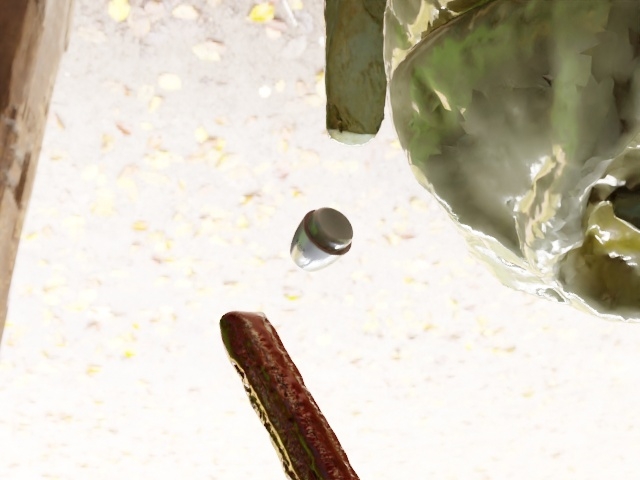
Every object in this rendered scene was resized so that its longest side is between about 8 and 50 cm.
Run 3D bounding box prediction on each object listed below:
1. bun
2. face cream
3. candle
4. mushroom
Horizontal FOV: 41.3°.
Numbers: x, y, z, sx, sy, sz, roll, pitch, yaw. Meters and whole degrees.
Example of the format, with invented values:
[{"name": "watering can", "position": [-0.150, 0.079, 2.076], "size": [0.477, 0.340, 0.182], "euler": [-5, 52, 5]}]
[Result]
[{"name": "bun", "position": [0.200, -0.084, 0.522], "size": [0.365, 0.219, 0.365], "euler": [15, 139, 13]}, {"name": "face cream", "position": [0.000, 0.000, 1.362], "size": [0.091, 0.091, 0.095], "euler": [18, 135, -26]}, {"name": "candle", "position": [0.009, 0.174, 0.588], "size": [0.048, 0.329, 0.051], "euler": [-46, 144, 19]}, {"name": "mushroom", "position": [0.043, -0.255, 0.931], "size": [0.087, 0.333, 0.107], "euler": [6, 146, -5]}]
